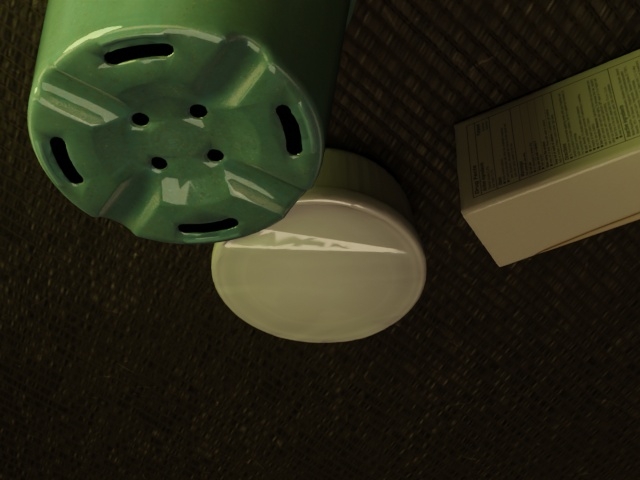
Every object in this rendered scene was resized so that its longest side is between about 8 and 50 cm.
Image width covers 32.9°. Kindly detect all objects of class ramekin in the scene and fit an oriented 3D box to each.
[{"bbox_3d":[0.000,0.000,1.383,0.273,0.127,0.273,2,137,1],"label":"ramekin"}]

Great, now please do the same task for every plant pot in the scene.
[{"bbox_3d":[-0.116,-0.198,1.029,0.341,0.334,0.341,1,137,1],"label":"plant pot"}]

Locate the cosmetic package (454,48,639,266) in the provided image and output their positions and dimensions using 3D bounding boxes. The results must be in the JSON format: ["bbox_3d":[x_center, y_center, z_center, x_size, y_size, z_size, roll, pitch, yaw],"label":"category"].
[{"bbox_3d":[0.317,-0.104,1.236,0.309,0.160,0.113,-21,133,24],"label":"cosmetic package"}]
